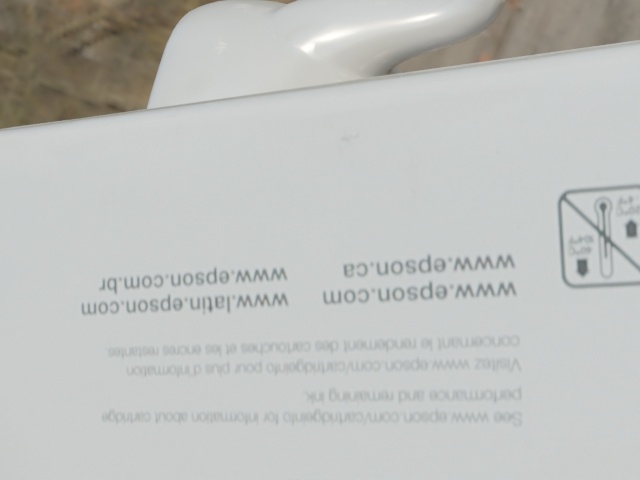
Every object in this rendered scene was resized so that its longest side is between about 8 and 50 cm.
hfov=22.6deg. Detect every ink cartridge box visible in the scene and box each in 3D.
[{"bbox_3d":[0.060,0.125,0.342,0.071,0.324,0.330,5,-97,-57],"label":"ink cartridge box"}]

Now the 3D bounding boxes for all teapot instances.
[{"bbox_3d":[0.000,0.000,0.872,0.256,0.187,0.253,95,-174,-73],"label":"teapot"}]
